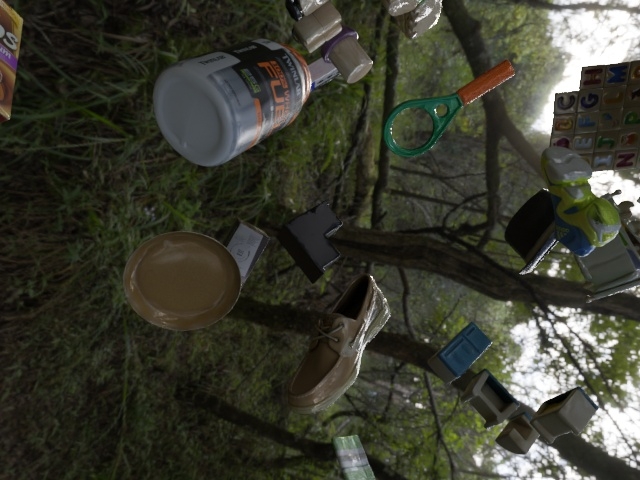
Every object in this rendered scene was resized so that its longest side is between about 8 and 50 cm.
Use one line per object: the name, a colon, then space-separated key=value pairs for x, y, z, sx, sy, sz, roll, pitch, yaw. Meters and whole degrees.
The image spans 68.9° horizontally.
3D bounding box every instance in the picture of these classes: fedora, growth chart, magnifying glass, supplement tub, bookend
fedora: x=0.722 y=-0.050 z=1.545 sx=0.334 sy=0.152 sz=0.334 roll=-39 pitch=155 yaw=-22
growth chart: x=0.671 y=0.012 z=1.097 sx=0.172 sy=0.021 sz=0.237 roll=-25 pitch=-107 yaw=39
magnifying glass: x=0.210 y=-0.222 z=0.778 sx=0.092 sy=0.231 sz=0.026 roll=55 pitch=15 yaw=-20
supplement tub: x=-0.159 y=-0.291 z=0.941 sx=0.316 sy=0.194 sz=0.193 roll=-48 pitch=155 yaw=-47
bookend: x=0.000 y=0.000 z=1.191 sx=0.157 sy=0.156 sz=0.072 roll=-34 pitch=171 yaw=-33

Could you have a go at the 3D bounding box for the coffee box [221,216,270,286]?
coffee box: x=-0.307 y=0.080 z=1.627 sx=0.297 sy=0.119 sz=0.168 roll=-60 pitch=-163 yaw=2

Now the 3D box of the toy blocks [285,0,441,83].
toy blocks: x=0.041 y=-0.382 z=0.513 sx=0.309 sy=0.260 sz=0.288 roll=-35 pitch=173 yaw=3

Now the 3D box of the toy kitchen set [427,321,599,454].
toy kitchen set: x=0.324 y=0.224 z=0.785 sx=0.122 sy=0.207 sz=0.166 roll=-29 pitch=160 yaw=-37

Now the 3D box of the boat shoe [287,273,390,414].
boat shoe: x=0.028 y=0.199 z=0.956 sx=0.341 sy=0.122 sz=0.110 roll=-48 pitch=123 yaw=-45

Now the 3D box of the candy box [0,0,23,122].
candy box: x=-0.411 y=-0.230 z=0.533 sx=0.109 sy=0.053 sz=0.186 roll=56 pitch=16 yaw=-60

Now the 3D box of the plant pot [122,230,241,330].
plant pot: x=-0.286 y=0.083 z=0.978 sx=0.032 sy=0.237 sz=0.236 roll=-116 pitch=-147 yaw=-62

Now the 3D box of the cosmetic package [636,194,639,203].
cosmetic package: x=0.892 y=-0.238 z=0.951 sx=0.230 sy=0.162 sz=0.453 roll=-42 pitch=157 yaw=-27

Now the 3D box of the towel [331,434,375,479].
towel: x=0.087 y=0.536 z=1.099 sx=0.113 sy=0.023 sz=0.152 roll=26 pitch=32 yaw=-51

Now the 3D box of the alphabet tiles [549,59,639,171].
alphabet tiles: x=0.777 y=-0.315 z=1.208 sx=0.011 sy=0.343 sz=0.284 roll=-83 pitch=167 yaw=-61

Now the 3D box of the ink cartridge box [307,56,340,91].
ink cartridge box: x=-0.017 y=-0.432 z=1.231 sx=0.046 sy=0.207 sz=0.097 roll=59 pitch=-1 yaw=-4

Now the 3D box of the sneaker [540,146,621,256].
sneaker: x=0.474 y=-0.071 z=0.906 sx=0.126 sy=0.091 sz=0.240 roll=96 pitch=-6 yaw=-49
